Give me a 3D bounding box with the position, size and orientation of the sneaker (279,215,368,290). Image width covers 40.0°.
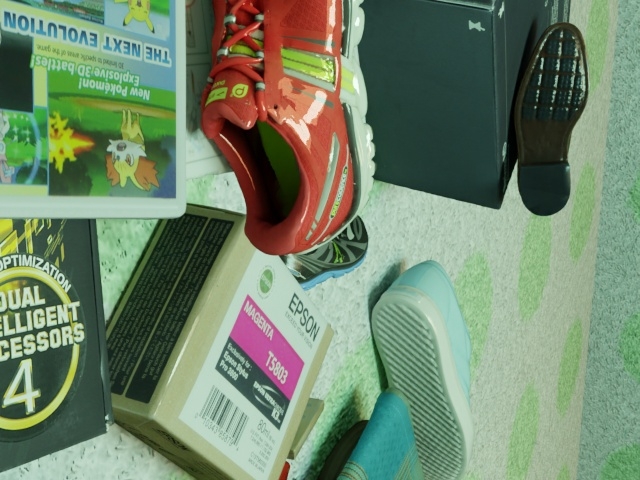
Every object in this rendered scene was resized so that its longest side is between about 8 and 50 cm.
[{"bbox_3d":[0.000,0.000,0.963,0.188,0.067,0.078,-25,126,-54],"label":"sneaker"}]

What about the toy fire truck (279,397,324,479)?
[{"bbox_3d":[-0.001,0.280,0.910,0.158,0.216,0.247,107,-4,-70],"label":"toy fire truck"}]

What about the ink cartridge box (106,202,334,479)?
[{"bbox_3d":[-0.090,0.109,0.805,0.193,0.088,0.235,-67,148,-23],"label":"ink cartridge box"}]

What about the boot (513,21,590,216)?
[{"bbox_3d":[0.259,-0.149,1.025,0.106,0.082,0.219,-78,172,-68],"label":"boot"}]

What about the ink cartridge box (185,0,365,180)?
[{"bbox_3d":[-0.096,-0.206,0.657,0.385,0.091,0.308,-25,112,-58],"label":"ink cartridge box"}]

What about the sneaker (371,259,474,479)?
[{"bbox_3d":[0.175,0.193,1.280,0.150,0.135,0.366,-46,137,-43],"label":"sneaker"}]

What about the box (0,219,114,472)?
[{"bbox_3d":[-0.264,-0.022,0.384,0.395,0.097,0.319,-6,91,-62],"label":"box"}]

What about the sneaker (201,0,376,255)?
[{"bbox_3d":[-0.033,-0.118,0.579,0.118,0.107,0.279,-36,120,-45],"label":"sneaker"}]

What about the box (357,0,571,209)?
[{"bbox_3d":[0.172,-0.270,1.036,0.343,0.178,0.313,71,39,-55],"label":"box"}]

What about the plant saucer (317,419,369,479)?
[{"bbox_3d":[0.052,0.388,1.206,0.278,0.041,0.278,-25,119,-59],"label":"plant saucer"}]

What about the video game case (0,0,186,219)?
[{"bbox_3d":[-0.176,-0.159,0.397,0.329,0.036,0.300,-3,93,-60],"label":"video game case"}]

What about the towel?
[{"bbox_3d":[0.039,0.401,1.102,0.370,0.040,0.272,-52,140,-40],"label":"towel"}]
